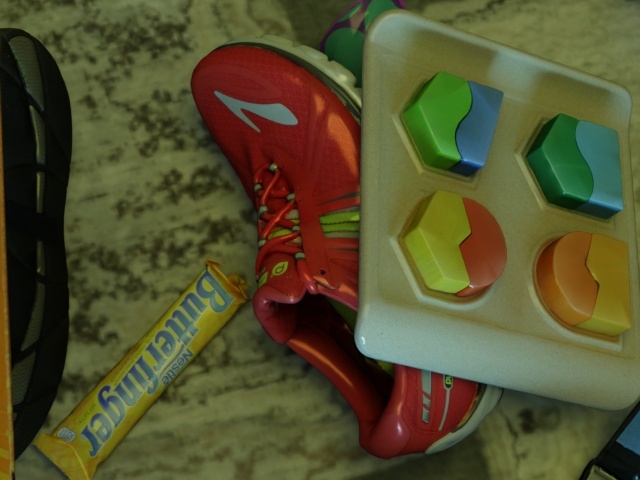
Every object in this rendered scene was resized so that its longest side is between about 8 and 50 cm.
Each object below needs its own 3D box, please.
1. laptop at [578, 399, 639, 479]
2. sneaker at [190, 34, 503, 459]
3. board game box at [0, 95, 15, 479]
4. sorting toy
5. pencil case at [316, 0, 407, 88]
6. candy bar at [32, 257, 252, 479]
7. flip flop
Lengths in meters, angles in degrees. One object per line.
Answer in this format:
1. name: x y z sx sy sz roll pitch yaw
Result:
1. laptop: 0.316 0.234 0.817 0.382 0.236 0.408 32 64 4
2. sneaker: 0.000 0.000 0.905 0.118 0.107 0.279 -25 75 -39
3. board game box: -0.354 0.047 0.684 0.356 0.356 0.356 3 71 -25
4. sorting toy: 0.110 -0.019 0.901 0.193 0.038 0.208 15 66 -25
5. pencil case: 0.066 -0.087 0.982 0.070 0.064 0.151 -41 82 -1
6. candy bar: -0.103 0.076 0.931 0.040 0.018 0.161 40 72 6
7. flip flop: -0.203 0.009 0.902 0.080 0.112 0.277 -5 73 18
